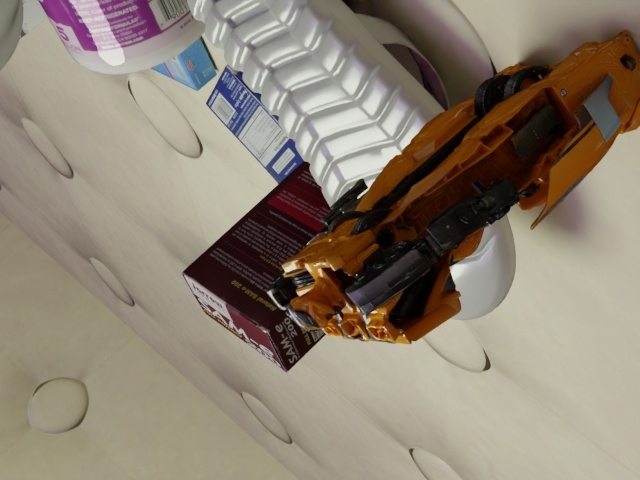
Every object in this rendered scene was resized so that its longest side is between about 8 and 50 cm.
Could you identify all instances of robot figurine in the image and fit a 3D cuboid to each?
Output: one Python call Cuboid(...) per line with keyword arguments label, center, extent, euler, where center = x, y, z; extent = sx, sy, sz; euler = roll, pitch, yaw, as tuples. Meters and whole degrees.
Cuboid(label="robot figurine", center=(0.094, -0.029, 0.831), extent=(0.085, 0.291, 0.211), euler=(52, 161, -13))

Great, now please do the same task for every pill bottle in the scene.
Cuboid(label="pill bottle", center=(-0.219, -0.316, 1.115), extent=(0.169, 0.169, 0.301), euler=(30, 154, 41))

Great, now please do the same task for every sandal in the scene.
Cuboid(label="sandal", center=(0.047, -0.120, 1.053), extent=(0.416, 0.102, 0.169), euler=(54, 140, -2))

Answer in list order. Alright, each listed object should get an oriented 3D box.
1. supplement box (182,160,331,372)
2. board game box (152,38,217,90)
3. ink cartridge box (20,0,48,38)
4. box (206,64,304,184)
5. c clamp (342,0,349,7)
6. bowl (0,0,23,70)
Cuboid(label="supplement box", center=(0.000, 0.000, 1.163), extent=(0.130, 0.239, 0.073), euler=(31, 156, 39))
Cuboid(label="board game box", center=(-0.223, -0.273, 1.406), extent=(0.211, 0.039, 0.160), euler=(28, 153, 42))
Cuboid(label="ink cartridge box", center=(-0.354, -0.315, 1.221), extent=(0.121, 0.289, 0.211), euler=(35, 157, 31))
Cuboid(label="box", center=(-0.032, -0.099, 1.345), extent=(0.225, 0.036, 0.136), euler=(49, 161, -2))
Cuboid(label="c clamp", center=(-0.028, -0.259, 1.057), extent=(0.137, 0.022, 0.160), euler=(28, 152, 32))
Cuboid(label="bowl", center=(-0.346, -0.261, 0.925), extent=(0.298, 0.298, 0.134), euler=(47, 128, 1))
